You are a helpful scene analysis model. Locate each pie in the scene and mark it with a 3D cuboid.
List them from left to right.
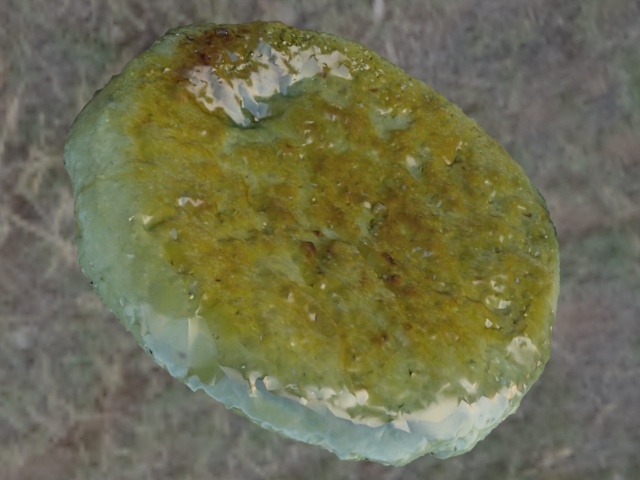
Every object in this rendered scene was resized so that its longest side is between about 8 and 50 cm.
[{"bbox_3d":[0.000,0.000,0.851,0.277,0.277,0.078,10,138,-21],"label":"pie"}]
